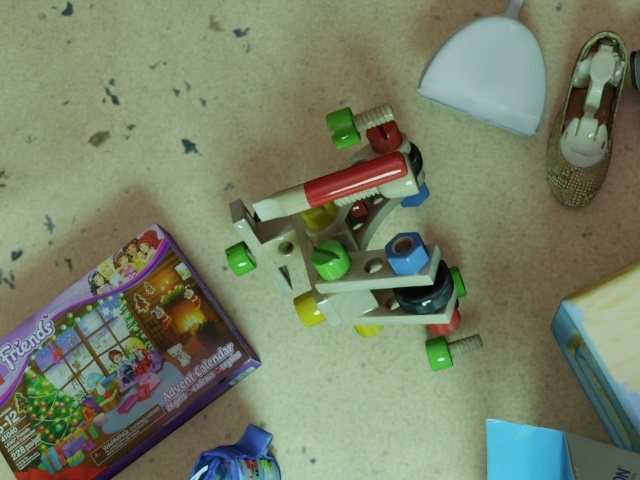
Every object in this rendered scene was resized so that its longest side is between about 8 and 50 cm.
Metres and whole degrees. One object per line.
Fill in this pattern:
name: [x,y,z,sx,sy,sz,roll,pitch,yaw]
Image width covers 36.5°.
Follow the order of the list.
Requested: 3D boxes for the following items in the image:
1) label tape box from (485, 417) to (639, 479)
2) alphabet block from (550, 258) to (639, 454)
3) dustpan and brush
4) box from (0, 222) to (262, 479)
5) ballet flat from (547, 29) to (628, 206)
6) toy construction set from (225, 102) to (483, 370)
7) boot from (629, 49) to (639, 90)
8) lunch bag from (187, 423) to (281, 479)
label tape box: [0.291,0.317,0.838,0.348,0.249,0.115,12,34,26]
alphabet block: [0.360,0.108,0.942,0.197,0.193,0.192,-28,75,2]
dustpan and brush: [0.212,-0.234,1.126,0.147,0.060,0.211,21,87,3]
box: [-0.243,0.147,1.106,0.293,0.057,0.201,-38,73,0]
ballet flat: [0.296,-0.141,1.076,0.073,0.067,0.206,10,79,12]
toy construction set: [0.000,0.000,0.988,0.237,0.309,0.257,-18,66,10]
boot: [0.446,-0.127,1.036,0.161,0.083,0.246,-32,76,33]
lunch bag: [-0.106,0.326,0.954,0.138,0.221,0.293,19,81,14]
